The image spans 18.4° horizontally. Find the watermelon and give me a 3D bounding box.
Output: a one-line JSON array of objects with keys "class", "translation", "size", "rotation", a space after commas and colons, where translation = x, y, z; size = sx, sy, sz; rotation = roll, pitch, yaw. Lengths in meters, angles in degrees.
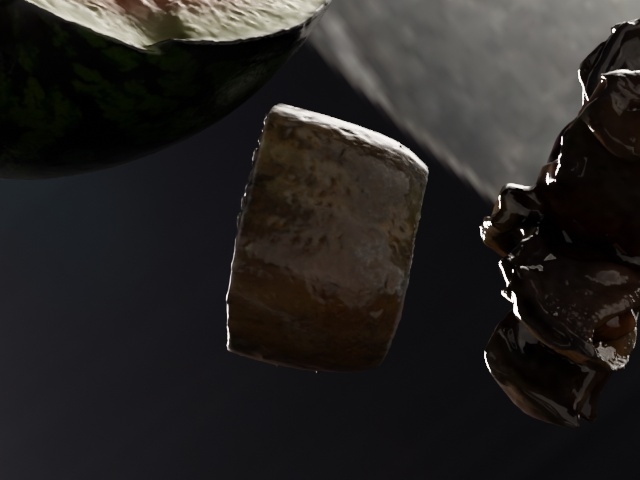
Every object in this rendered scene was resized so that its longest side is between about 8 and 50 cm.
[{"class": "watermelon", "translation": [-0.079, -0.072, 0.780], "size": [0.145, 0.137, 0.193], "rotation": [22, 166, -14]}]

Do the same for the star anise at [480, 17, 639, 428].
[{"class": "star anise", "translation": [0.130, -0.015, 0.947], "size": [0.099, 0.214, 0.220], "rotation": [16, 163, 7]}]

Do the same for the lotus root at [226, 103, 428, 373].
[{"class": "lotus root", "translation": [0.000, 0.001, 0.917], "size": [0.081, 0.122, 0.112], "rotation": [12, 157, -3]}]
